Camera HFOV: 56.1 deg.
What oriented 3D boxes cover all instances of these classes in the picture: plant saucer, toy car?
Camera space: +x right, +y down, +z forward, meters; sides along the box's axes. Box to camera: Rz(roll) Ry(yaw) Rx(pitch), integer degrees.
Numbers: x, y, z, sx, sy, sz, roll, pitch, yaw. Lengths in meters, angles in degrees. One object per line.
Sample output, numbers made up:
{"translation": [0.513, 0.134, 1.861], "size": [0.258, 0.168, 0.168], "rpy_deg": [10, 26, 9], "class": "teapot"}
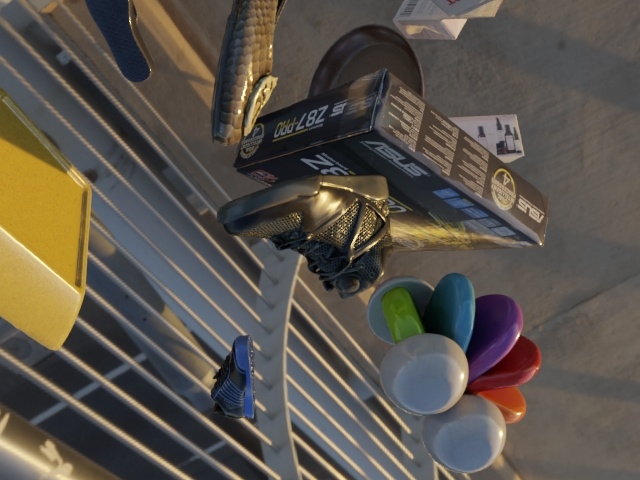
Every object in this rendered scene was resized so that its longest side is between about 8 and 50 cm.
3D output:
{"translation": [0.092, -0.272, 1.213], "size": [0.050, 0.311, 0.311], "rpy_deg": [1, 129, -45], "class": "plant saucer"}
{"translation": [-0.440, -0.057, 0.880], "size": [0.080, 0.333, 0.333], "rpy_deg": [-19, 142, 5], "class": "plant saucer"}
{"translation": [0.131, 0.106, 0.562], "size": [0.136, 0.159, 0.182], "rpy_deg": [-30, 111, 11], "class": "toy car"}

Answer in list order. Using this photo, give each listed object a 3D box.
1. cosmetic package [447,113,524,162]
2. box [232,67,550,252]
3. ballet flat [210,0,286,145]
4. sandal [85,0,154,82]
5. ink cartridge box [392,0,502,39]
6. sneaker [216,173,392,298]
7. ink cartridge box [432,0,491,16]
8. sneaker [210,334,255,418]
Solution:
{"translation": [0.322, -0.216, 1.305], "size": [0.238, 0.060, 0.099], "rpy_deg": [-7, 82, -20], "class": "cosmetic package"}
{"translation": [0.112, -0.090, 0.934], "size": [0.394, 0.097, 0.318], "rpy_deg": [27, 159, -36], "class": "box"}
{"translation": [-0.029, -0.182, 0.430], "size": [0.058, 0.250, 0.084], "rpy_deg": [16, 165, -13], "class": "ballet flat"}
{"translation": [-0.421, -0.459, 1.259], "size": [0.097, 0.055, 0.255], "rpy_deg": [-1, 128, 10], "class": "sandal"}
{"translation": [0.308, -0.527, 1.154], "size": [0.066, 0.261, 0.296], "rpy_deg": [33, 84, -40], "class": "ink cartridge box"}
{"translation": [0.000, 0.000, 0.621], "size": [0.087, 0.130, 0.227], "rpy_deg": [-16, 173, 40], "class": "sneaker"}
{"translation": [0.181, -0.475, 0.853], "size": [0.283, 0.207, 0.117], "rpy_deg": [27, 72, -31], "class": "ink cartridge box"}
{"translation": [-0.179, 0.283, 1.220], "size": [0.090, 0.081, 0.232], "rpy_deg": [2, 125, -2], "class": "sneaker"}
